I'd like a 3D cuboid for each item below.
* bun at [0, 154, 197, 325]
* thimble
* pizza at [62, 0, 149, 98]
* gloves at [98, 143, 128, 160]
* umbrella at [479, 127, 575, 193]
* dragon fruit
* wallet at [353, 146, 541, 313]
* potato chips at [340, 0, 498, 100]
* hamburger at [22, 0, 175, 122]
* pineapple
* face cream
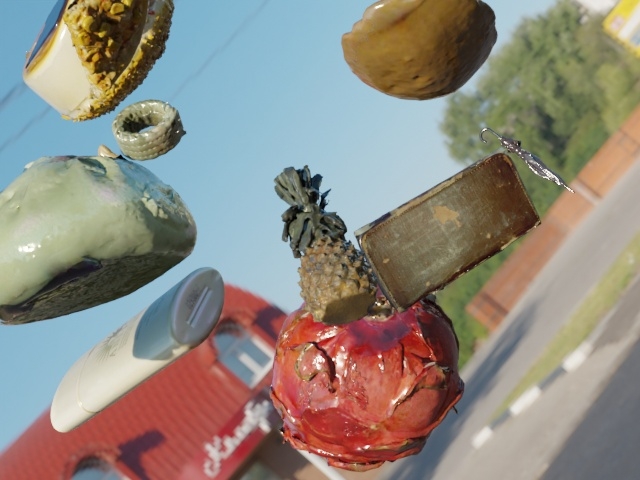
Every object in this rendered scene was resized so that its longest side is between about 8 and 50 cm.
[{"bbox_3d":[-0.307,-0.021,1.466,0.293,0.187,0.293,-19,-9,-3],"label":"bun"},{"bbox_3d":[-0.271,-0.175,1.863,0.110,0.084,0.062,-14,-35,2],"label":"thimble"},{"bbox_3d":[-0.272,-0.274,1.507,0.178,0.041,0.131,-61,-29,1],"label":"pizza"},{"bbox_3d":[-0.341,-0.072,1.828,0.106,0.181,0.129,-55,-13,-72],"label":"gloves"},{"bbox_3d":[0.218,-0.087,1.235,0.022,0.122,0.013,-61,-23,12],"label":"umbrella"},{"bbox_3d":[0.067,0.198,1.781,0.295,0.296,0.301,-45,-20,-34],"label":"dragon fruit"},{"bbox_3d":[0.163,-0.014,1.506,0.232,0.122,0.031,-31,12,-10],"label":"wallet"},{"bbox_3d":[0.103,-0.183,1.147,0.150,0.049,0.201,-24,-24,8],"label":"potato chips"},{"bbox_3d":[-0.350,-0.325,1.899,0.294,0.179,0.276,-45,26,36],"label":"hamburger"},{"bbox_3d":[0.000,0.000,1.090,0.074,0.159,0.074,-17,-30,-10],"label":"pineapple"},{"bbox_3d":[-0.289,0.173,1.840,0.348,0.081,0.173,-35,21,38],"label":"face cream"}]
